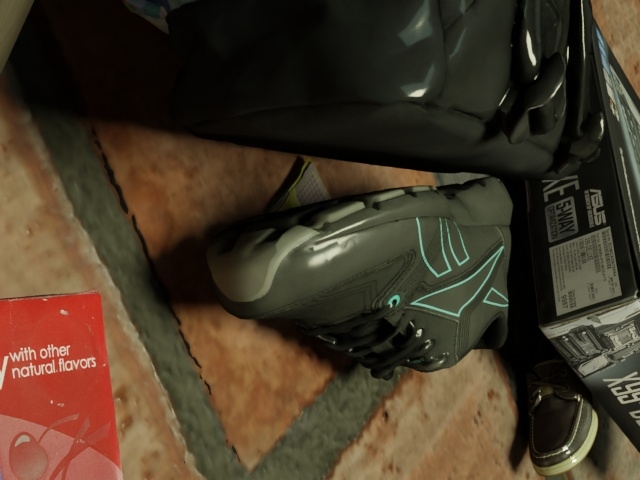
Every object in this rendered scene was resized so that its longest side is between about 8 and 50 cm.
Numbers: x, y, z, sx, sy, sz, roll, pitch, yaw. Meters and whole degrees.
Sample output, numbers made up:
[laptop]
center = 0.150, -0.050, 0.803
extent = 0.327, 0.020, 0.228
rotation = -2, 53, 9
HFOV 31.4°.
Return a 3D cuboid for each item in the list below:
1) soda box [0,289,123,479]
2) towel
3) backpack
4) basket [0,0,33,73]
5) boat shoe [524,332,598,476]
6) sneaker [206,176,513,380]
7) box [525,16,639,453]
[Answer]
[soda box]
center = -0.174, 0.067, 0.308
extent = 0.263, 0.083, 0.092
rotation = 0, 80, -56
[towel]
center = 0.000, 0.000, 0.653
extent = 0.083, 0.009, 0.060
rotation = 62, 36, -22
[backpack]
center = 0.009, -0.216, 0.540
extent = 0.290, 0.273, 0.355
rotation = -1, 97, -65
[basket]
center = -0.155, -0.131, 0.350
extent = 0.204, 0.154, 0.227
rotation = 46, 40, -26
[boat shoe]
center = 0.172, 0.108, 0.837
extent = 0.049, 0.056, 0.152
rotation = 56, 29, -21
[sneaker]
center = 0.042, 0.024, 0.609
extent = 0.267, 0.101, 0.106
rotation = -8, 89, -56
[box]
center = 0.242, 0.004, 0.899
extent = 0.242, 0.076, 0.307
rotation = 47, 32, -37
